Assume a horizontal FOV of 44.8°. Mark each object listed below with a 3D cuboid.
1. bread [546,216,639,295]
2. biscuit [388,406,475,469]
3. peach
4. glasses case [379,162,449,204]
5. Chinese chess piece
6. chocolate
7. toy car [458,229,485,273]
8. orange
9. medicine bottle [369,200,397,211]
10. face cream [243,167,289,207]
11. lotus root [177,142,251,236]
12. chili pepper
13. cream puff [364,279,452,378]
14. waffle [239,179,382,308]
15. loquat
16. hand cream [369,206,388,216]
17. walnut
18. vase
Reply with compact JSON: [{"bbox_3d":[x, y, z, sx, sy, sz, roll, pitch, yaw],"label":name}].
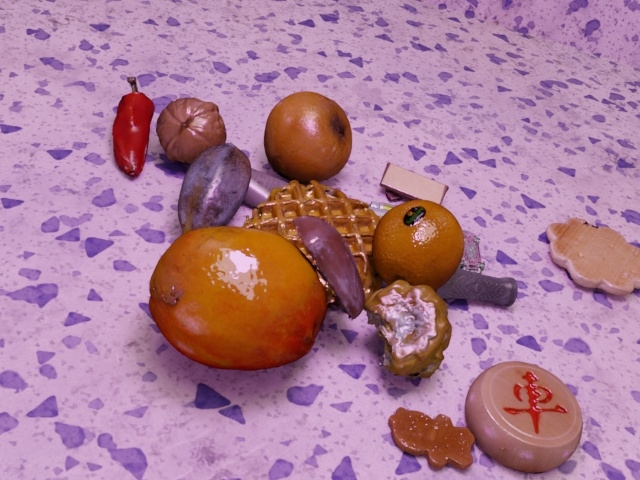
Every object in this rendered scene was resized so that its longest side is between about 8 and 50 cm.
[{"bbox_3d":[0.784,0.046,2.195,0.316,0.054,0.316,10,39,-8],"label":"bread"},{"bbox_3d":[0.231,0.413,1.608,0.184,0.027,0.133,9,41,-5],"label":"biscuit"},{"bbox_3d":[-0.163,0.117,1.617,0.373,0.290,0.372,13,5,-1],"label":"peach"},{"bbox_3d":[0.262,-0.137,2.245,0.193,0.070,0.102,22,68,5],"label":"glasses case"},{"bbox_3d":[0.436,0.373,1.666,0.251,0.097,0.251,8,41,-7],"label":"Chinese chess piece"},{"bbox_3d":[0.034,0.048,1.682,0.083,0.261,0.161,-30,32,1],"label":"chocolate"},{"bbox_3d":[0.394,0.038,2.080,0.069,0.055,0.142,6,54,-10],"label":"toy car"},{"bbox_3d":[0.230,0.013,1.834,0.236,0.236,0.236,9,40,-8],"label":"orange"},{"bbox_3d":[0.177,-0.081,2.153,0.083,0.047,0.047,13,40,-4],"label":"medicine bottle"},{"bbox_3d":[-0.158,-0.136,2.088,0.314,0.089,0.143,22,45,-2],"label":"face cream"},{"bbox_3d":[-0.274,-0.108,1.921,0.158,0.140,0.322,20,57,-2],"label":"lotus root"},{"bbox_3d":[-0.522,-0.316,2.166,0.110,0.110,0.387,5,46,-12],"label":"chili pepper"},{"bbox_3d":[0.203,0.201,1.734,0.195,0.194,0.221,-5,63,-22],"label":"cream puff"},{"bbox_3d":[0.000,0.000,1.945,0.382,0.095,0.379,29,48,10],"label":"waffle"},{"bbox_3d":[-0.032,-0.287,2.166,0.263,0.263,0.263,9,40,-8],"label":"loquat"},{"bbox_3d":[0.182,-0.041,2.097,0.321,0.067,0.109,11,61,-3],"label":"hand cream"},{"bbox_3d":[-0.350,-0.297,2.127,0.213,0.213,0.213,9,40,-8],"label":"walnut"},{"bbox_3d":[0.385,0.115,1.961,0.219,0.096,0.096,9,40,-12],"label":"vase"}]
